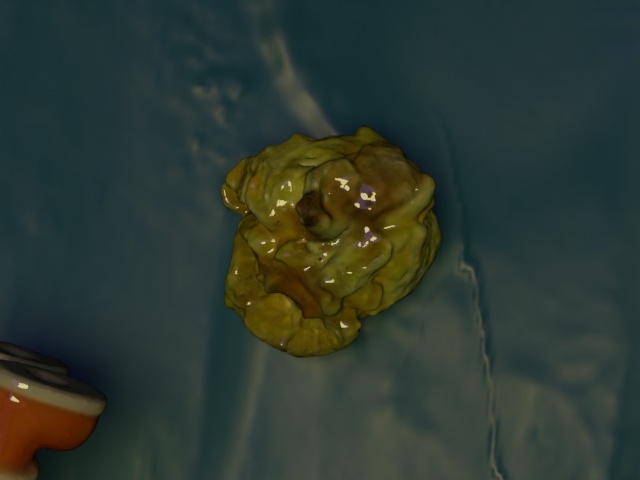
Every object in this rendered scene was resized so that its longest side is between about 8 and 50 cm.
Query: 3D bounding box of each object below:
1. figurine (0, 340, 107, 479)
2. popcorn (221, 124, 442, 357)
[{"bbox_3d":[-0.136,0.158,0.557,0.143,0.143,0.271,33,86,12],"label":"figurine"},{"bbox_3d":[0.002,0.002,0.600,0.083,0.068,0.059,-47,32,23],"label":"popcorn"}]
